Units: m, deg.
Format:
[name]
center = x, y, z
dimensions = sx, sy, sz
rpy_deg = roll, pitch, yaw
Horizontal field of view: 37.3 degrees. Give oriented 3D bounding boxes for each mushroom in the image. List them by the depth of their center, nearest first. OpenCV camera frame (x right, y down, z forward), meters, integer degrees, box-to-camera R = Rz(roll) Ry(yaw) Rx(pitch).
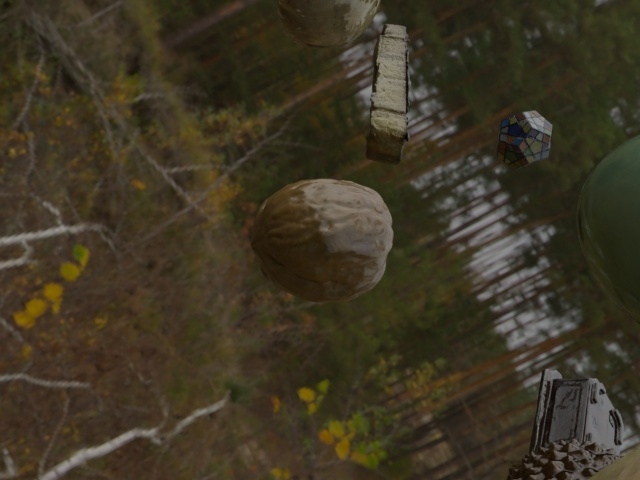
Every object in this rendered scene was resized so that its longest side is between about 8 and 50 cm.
[mushroom]
center = 0.000, -0.259, 0.870
dimensions = 0.166, 0.127, 0.166
rpy_deg = -174, -90, -85

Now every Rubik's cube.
[Rubik's cube]
center = 0.368, -0.182, 1.718
dimensions = 0.111, 0.093, 0.111
rpy_deg = 21, 38, -17

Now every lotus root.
[lotus root]
center = 0.125, -0.253, 1.774
dimensions = 0.170, 0.074, 0.260
rpy_deg = 94, 0, -56

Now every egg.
[egg]
center = 0.289, 0.004, 0.642
dimensions = 0.231, 0.168, 0.168
rpy_deg = 22, -9, 18

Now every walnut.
[walnut]
center = 0.000, 0.000, 1.405
dimensions = 0.213, 0.213, 0.213
rpy_deg = 61, 5, -10

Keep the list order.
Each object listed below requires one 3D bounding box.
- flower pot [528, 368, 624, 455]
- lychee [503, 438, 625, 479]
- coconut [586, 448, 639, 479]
[flower pot]
center = 0.410, 0.316, 1.479
dimensions = 0.179, 0.084, 0.251
rpy_deg = 56, 33, -22
[lychee]
center = 0.340, 0.397, 1.240
dimensions = 0.267, 0.267, 0.267
rpy_deg = 61, 5, -10
[coconut]
center = 0.363, 0.361, 0.889
dimensions = 0.352, 0.353, 0.352
rpy_deg = 61, 5, -10
